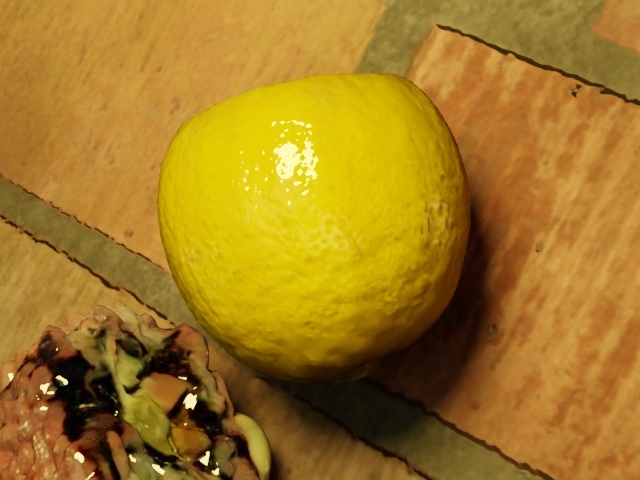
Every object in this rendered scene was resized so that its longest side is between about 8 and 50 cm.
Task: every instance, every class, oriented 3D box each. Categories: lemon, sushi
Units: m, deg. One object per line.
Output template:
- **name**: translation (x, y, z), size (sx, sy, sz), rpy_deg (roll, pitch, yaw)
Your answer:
- **lemon**: translation (0.000, 0.000, 1.078), size (0.240, 0.240, 0.219), rpy_deg (-17, 78, 24)
- **sushi**: translation (-0.142, 0.180, 1.100), size (0.171, 0.236, 0.270), rpy_deg (-52, 46, 34)
